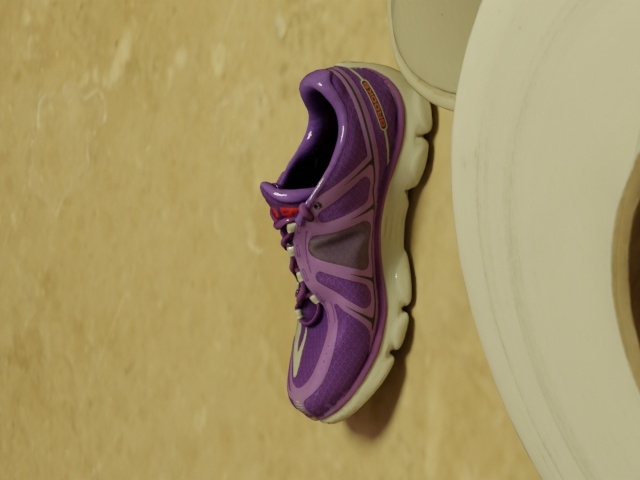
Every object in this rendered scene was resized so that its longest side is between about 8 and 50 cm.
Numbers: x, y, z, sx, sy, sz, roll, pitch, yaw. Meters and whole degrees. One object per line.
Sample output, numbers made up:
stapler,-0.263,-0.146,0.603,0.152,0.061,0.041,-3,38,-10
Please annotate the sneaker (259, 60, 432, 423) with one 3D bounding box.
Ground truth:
sneaker,0.000,0.000,0.877,0.068,0.071,0.169,11,95,57

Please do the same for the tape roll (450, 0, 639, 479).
tape roll,0.173,-0.006,0.445,0.246,0.169,0.246,32,135,38

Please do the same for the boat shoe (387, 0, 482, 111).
boat shoe,0.143,-0.109,0.677,0.335,0.096,0.112,-18,75,60
